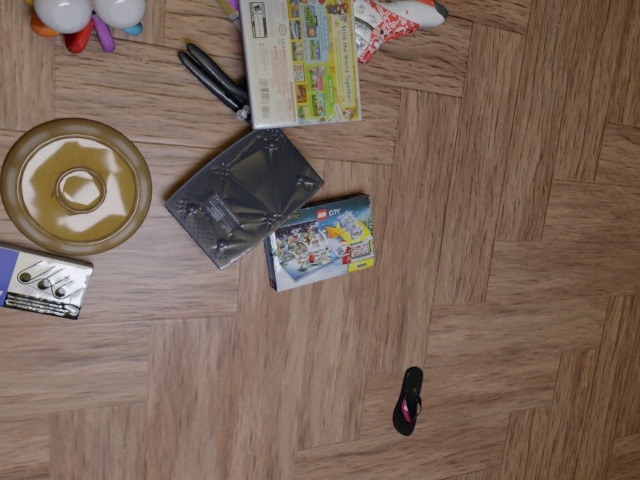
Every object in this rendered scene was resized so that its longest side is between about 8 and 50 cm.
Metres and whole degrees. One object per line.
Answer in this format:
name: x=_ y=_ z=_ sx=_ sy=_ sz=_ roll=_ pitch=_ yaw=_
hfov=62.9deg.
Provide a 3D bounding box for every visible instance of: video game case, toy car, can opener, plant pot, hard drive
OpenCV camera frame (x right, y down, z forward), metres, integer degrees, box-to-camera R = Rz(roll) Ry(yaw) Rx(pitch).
video game case: x=-0.032 y=-0.321 z=0.934 sx=0.207 sy=0.026 sz=0.226 roll=-9 pitch=102 yaw=-17
toy car: x=-0.352 y=-0.352 z=0.798 sx=0.182 sy=0.159 sz=0.136 roll=-16 pitch=142 yaw=-23
can opener: x=-0.175 y=-0.278 z=0.943 sx=0.186 sy=0.073 sz=0.059 roll=33 pitch=126 yaw=-26
plant pot: x=-0.404 y=-0.085 z=0.881 sx=0.237 sy=0.032 sz=0.236 roll=-6 pitch=105 yaw=-25
hard drive: x=-0.138 y=-0.084 z=0.971 sx=0.255 sy=0.054 sz=0.172 roll=-41 pitch=95 yaw=-12

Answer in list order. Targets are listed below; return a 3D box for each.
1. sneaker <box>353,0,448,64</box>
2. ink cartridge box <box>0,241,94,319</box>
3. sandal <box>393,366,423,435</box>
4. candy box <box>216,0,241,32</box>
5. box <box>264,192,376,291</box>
sneaker: x=0.118 y=-0.414 z=1.031 sx=0.270 sy=0.090 sz=0.144 roll=4 pitch=100 yaw=-23
ink cartridge box: x=-0.495 y=0.062 z=0.861 sx=0.207 sy=0.046 sz=0.097 roll=18 pitch=92 yaw=-28
sandal: x=0.223 y=0.402 z=1.290 sx=0.067 sy=0.040 sz=0.179 roll=4 pitch=99 yaw=-27
candy box: x=-0.126 y=-0.443 z=0.925 sx=0.109 sy=0.053 sz=0.186 roll=-48 pitch=118 yaw=-10
box: x=0.000 y=0.000 z=1.089 sx=0.233 sy=0.044 sz=0.159 roll=-13 pitch=106 yaw=-23
